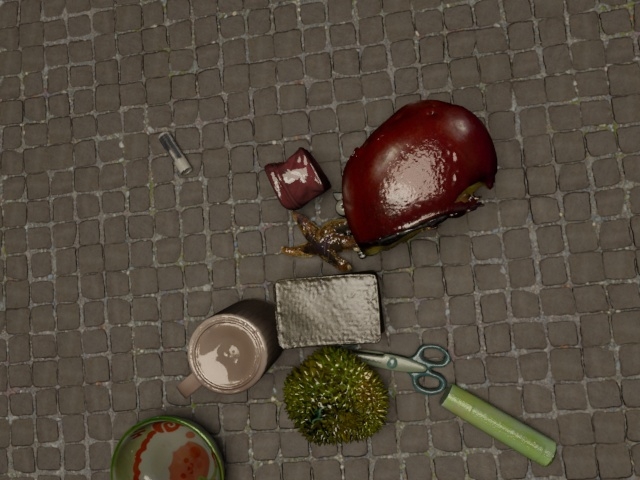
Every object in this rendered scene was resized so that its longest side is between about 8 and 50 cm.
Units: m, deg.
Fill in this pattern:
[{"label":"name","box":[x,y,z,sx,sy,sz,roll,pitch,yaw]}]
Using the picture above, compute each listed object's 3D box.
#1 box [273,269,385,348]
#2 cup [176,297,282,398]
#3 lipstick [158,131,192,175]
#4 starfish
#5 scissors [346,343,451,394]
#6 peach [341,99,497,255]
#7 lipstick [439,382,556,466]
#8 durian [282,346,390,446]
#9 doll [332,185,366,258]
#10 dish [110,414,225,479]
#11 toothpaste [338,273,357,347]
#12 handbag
[{"label":"box","box":[0.027,0.178,1.444,0.273,0.143,0.184,-6,90,10]},{"label":"cup","box":[-0.243,0.280,1.443,0.288,0.273,0.208,-13,90,5]},{"label":"lipstick","box":[-0.437,-0.263,1.637,0.040,0.040,0.141,-34,82,4]},{"label":"starfish","box":[0.000,0.000,1.520,0.238,0.071,0.216,-21,92,20]},{"label":"scissors","box":[0.205,0.334,1.488,0.289,0.041,0.138,9,94,8]},{"label":"peach","box":[0.235,-0.138,1.380,0.353,0.339,0.416,24,85,10]},{"label":"lipstick","box":[0.463,0.478,1.422,0.304,0.076,0.076,30,90,10]},{"label":"durian","box":[0.032,0.403,1.409,0.291,0.225,0.291,4,100,21]},{"label":"doll","box":[0.098,-0.057,1.527,0.091,0.067,0.219,-20,81,13]},{"label":"dish","box":[-0.403,0.630,1.515,0.324,0.124,0.324,0,92,9]},{"label":"toothpaste","box":[0.070,0.196,1.526,0.056,0.036,0.205,-4,88,6]},{"label":"handbag","box":[-0.061,-0.166,1.480,0.135,0.225,0.146,-28,94,9]}]
